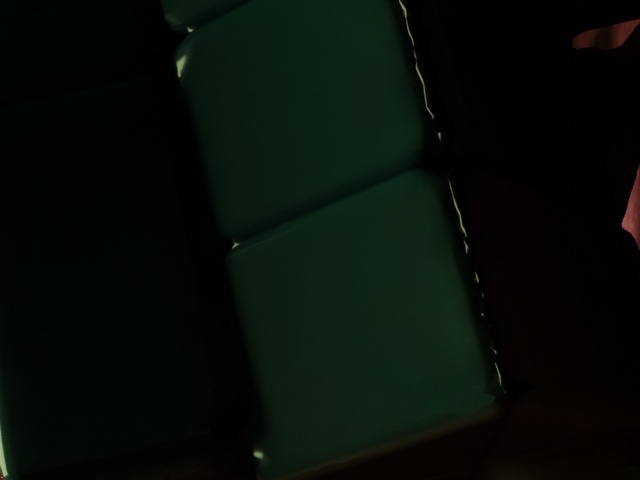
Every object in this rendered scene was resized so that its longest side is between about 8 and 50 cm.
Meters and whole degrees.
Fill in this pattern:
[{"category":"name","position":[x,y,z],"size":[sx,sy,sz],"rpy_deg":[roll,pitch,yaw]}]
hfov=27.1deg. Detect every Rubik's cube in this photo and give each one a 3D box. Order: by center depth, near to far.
[{"category":"Rubik's cube","position":[0.000,0.000,0.629],"size":[0.368,0.358,0.387],"rpy_deg":[80,179,-73]}]
